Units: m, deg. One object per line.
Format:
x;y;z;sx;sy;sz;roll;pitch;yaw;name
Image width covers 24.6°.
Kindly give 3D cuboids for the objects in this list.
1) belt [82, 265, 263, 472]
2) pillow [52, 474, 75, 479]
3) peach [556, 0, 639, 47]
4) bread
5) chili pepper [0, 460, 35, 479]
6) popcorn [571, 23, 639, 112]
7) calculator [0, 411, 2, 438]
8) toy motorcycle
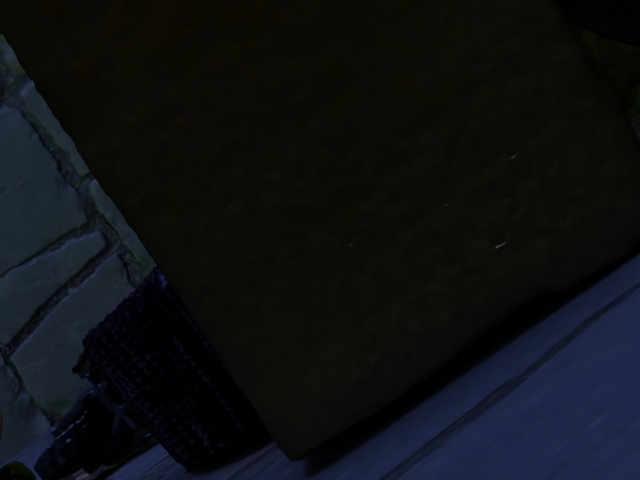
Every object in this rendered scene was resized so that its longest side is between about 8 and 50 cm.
0.000;0.000;0.811;0.260;0.122;0.325;-39;1;25;belt
-0.243;0.217;0.906;0.211;0.034;0.135;-37;3;1;pillow
0.178;-0.248;0.845;0.281;0.281;0.338;-36;35;-22;peach
-0.014;-0.075;0.564;0.185;0.275;0.114;-34;2;3;bread
-0.252;0.204;1.161;0.201;0.050;0.052;140;146;-65;chili pepper
0.132;-0.148;1.065;0.249;0.249;0.225;-34;-27;22;popcorn
-0.367;0.262;1.175;0.330;0.048;0.220;-48;6;-10;calculator
-0.114;0.092;1.070;0.229;0.094;0.130;-48;-6;17;toy motorcycle
